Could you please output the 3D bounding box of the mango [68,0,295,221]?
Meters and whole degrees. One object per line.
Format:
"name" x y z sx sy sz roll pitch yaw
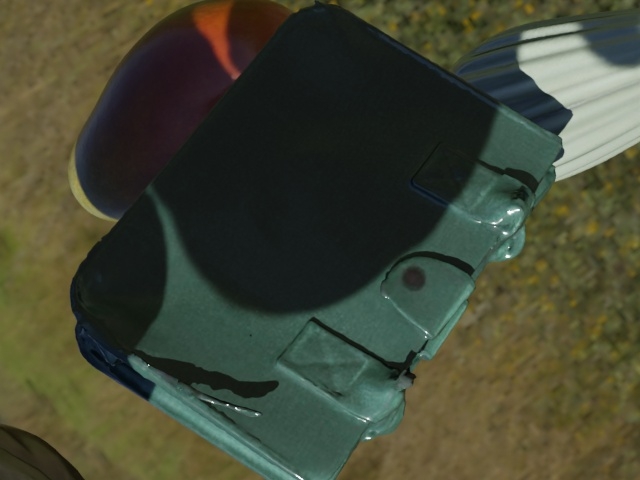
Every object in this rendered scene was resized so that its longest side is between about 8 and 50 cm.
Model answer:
"mango" -0.122 -0.102 1.362 0.289 0.129 0.146 -44 57 33

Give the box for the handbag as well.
"handbag" -0.001 -0.001 1.109 0.238 0.326 0.089 30 153 15

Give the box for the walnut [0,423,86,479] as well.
"walnut" -0.173 0.177 0.561 0.248 0.248 0.248 43 153 28

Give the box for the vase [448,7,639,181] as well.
"vase" 0.202 -0.117 1.226 0.248 0.128 0.128 -16 107 53
